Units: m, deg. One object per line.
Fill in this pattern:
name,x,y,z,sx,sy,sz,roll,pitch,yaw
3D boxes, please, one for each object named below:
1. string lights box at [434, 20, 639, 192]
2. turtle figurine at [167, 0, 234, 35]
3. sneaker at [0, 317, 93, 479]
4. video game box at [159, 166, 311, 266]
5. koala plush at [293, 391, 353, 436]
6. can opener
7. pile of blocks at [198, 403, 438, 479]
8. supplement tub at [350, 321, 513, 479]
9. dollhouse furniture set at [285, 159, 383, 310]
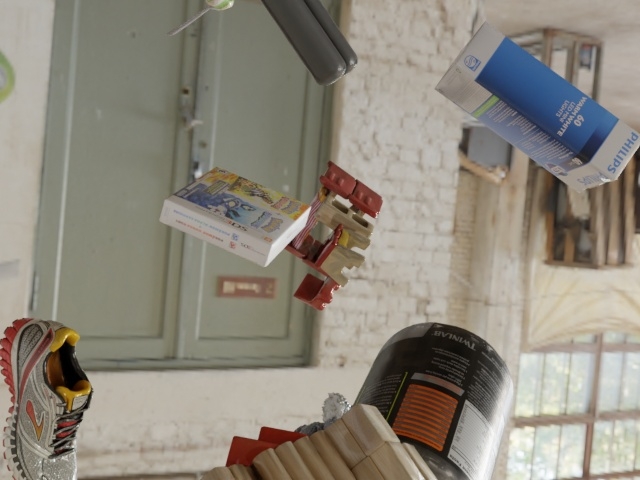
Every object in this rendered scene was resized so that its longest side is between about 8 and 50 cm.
string lights box,0.292,-0.175,1.180,0.259,0.077,0.133,35,174,-2
turtle figurine,-0.167,-0.495,1.423,0.266,0.198,0.275,-8,171,0
sneaker,-0.321,0.205,1.026,0.092,0.225,0.088,-2,-172,25
video game box,-0.133,-0.044,1.405,0.187,0.048,0.205,25,-155,7
koala plush,0.033,0.448,1.924,0.196,0.221,0.203,35,-158,-10
can opener,-0.063,-0.307,1.049,0.093,0.280,0.074,-37,-176,37
pile of blocks,-0.067,0.226,0.696,0.362,0.149,0.113,-13,-124,-39
supplement tub,0.126,0.278,1.128,0.207,0.207,0.338,6,-148,21
dollhouse furniture set,0.000,0.000,1.804,0.152,0.201,0.374,34,-156,-4
